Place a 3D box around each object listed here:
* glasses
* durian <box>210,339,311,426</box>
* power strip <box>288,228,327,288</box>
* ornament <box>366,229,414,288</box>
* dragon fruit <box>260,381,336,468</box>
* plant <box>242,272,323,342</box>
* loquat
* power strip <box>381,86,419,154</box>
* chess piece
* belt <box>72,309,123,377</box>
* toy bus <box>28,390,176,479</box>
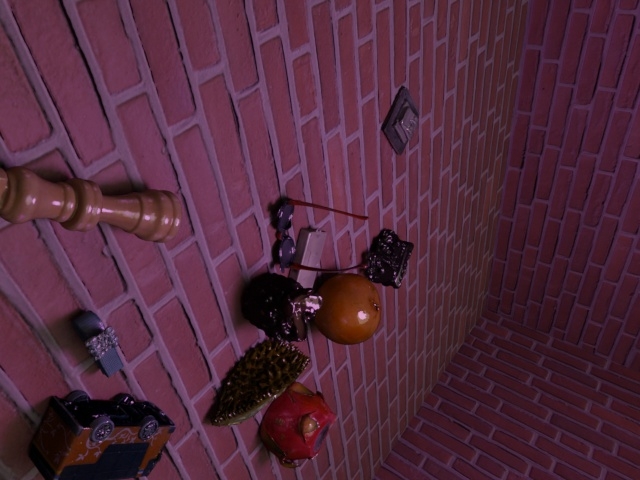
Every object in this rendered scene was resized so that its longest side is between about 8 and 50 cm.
[{"bbox_3d":[0.000,0.000,1.458,0.118,0.268,0.234,-52,147,-57],"label":"glasses"},{"bbox_3d":[-0.194,0.451,1.581,0.394,0.163,0.198,-37,163,-31],"label":"durian"},{"bbox_3d":[-0.063,0.132,1.638,0.106,0.043,0.367,0,108,-55],"label":"power strip"},{"bbox_3d":[0.265,0.068,2.045,0.260,0.106,0.251,31,75,-48],"label":"ornament"},{"bbox_3d":[-0.067,0.695,1.824,0.290,0.189,0.291,-32,132,-43],"label":"dragon fruit"},{"bbox_3d":[-0.103,0.199,1.454,0.178,0.234,0.204,-26,123,-54],"label":"plant"},{"bbox_3d":[0.093,0.242,1.766,0.263,0.263,0.263,-33,133,-43],"label":"loquat"},{"bbox_3d":[0.324,-0.439,1.851,0.213,0.064,0.198,34,78,-56],"label":"power strip"},{"bbox_3d":[-0.447,-0.068,0.902,0.397,0.117,0.117,9,101,-55],"label":"chess piece"},{"bbox_3d":[-0.466,0.234,1.059,0.065,0.100,0.179,-39,140,-32],"label":"belt"},{"bbox_3d":[-0.485,0.450,1.119,0.275,0.138,0.167,30,85,-56],"label":"toy bus"}]
